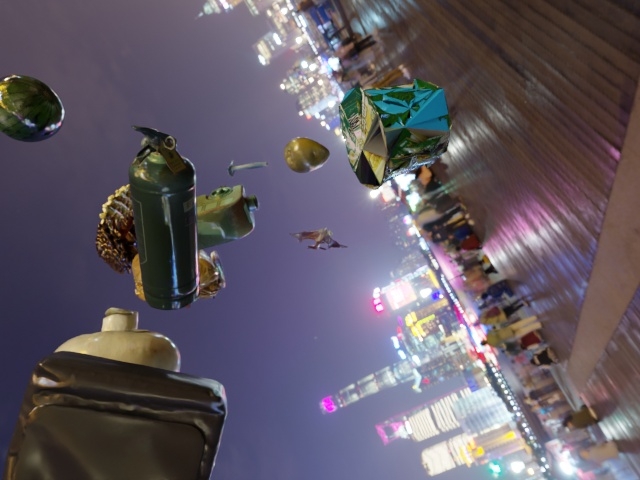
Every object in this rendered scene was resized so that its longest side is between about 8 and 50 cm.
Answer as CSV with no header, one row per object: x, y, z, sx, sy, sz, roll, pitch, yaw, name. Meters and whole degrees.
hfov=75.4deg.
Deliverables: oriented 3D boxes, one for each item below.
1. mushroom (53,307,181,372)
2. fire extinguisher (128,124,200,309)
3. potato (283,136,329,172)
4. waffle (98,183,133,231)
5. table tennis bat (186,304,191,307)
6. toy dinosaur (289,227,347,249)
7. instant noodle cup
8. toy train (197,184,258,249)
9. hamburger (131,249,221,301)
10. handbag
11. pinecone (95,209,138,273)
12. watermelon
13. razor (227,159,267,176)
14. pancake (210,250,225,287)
-0.413,0.243,0.847,0.246,0.245,0.203,41,-139,-59,mushroom
-0.243,-0.033,0.643,0.114,0.095,0.312,-55,-23,-57,fire extinguisher
-0.055,-0.373,1.810,0.193,0.157,0.157,-13,-111,-33,potato
-0.945,-0.133,1.984,0.062,0.330,0.329,22,-167,3,waffle
-0.532,0.198,1.599,0.014,0.095,0.158,-13,-146,-38,table tennis bat
0.000,-0.001,1.344,0.220,0.108,0.032,14,-132,-23,toy dinosaur
0.171,-0.251,0.957,0.240,0.178,0.241,161,90,-75,instant noodle cup
-0.335,-0.057,1.176,0.159,0.325,0.129,-105,0,-57,toy train
-0.491,0.107,1.425,0.319,0.318,0.158,-75,-8,-73,hamburger
-0.257,0.271,0.532,0.080,0.246,0.223,178,106,-80,handbag
-0.745,-0.007,1.666,0.292,0.246,0.247,-37,-78,-33,pinecone
-1.086,-0.482,1.526,0.242,0.242,0.242,57,-167,-20,watermelon
-0.252,-0.260,1.450,0.068,0.134,0.040,-86,-12,-57,razor
-0.405,0.114,1.643,0.151,0.025,0.152,165,90,-83,pancake
